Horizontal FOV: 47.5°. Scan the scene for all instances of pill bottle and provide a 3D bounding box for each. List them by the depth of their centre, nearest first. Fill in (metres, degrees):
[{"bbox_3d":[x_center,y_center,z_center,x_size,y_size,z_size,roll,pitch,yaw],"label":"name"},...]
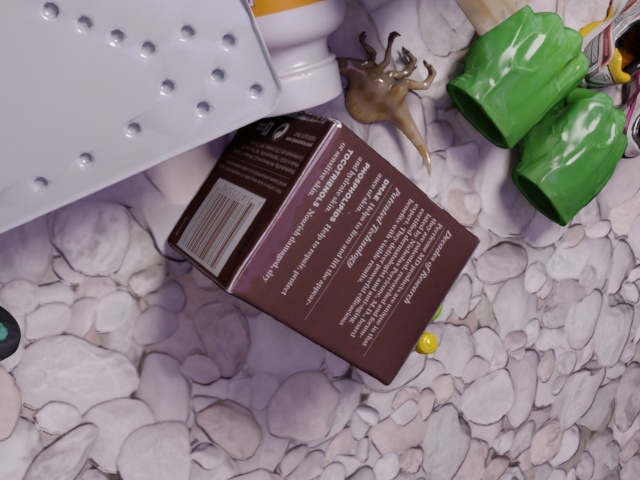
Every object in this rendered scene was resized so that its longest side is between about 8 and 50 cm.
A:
[{"bbox_3d":[-0.054,-0.235,0.614,0.136,0.136,0.245,-23,114,-23],"label":"pill bottle"}]

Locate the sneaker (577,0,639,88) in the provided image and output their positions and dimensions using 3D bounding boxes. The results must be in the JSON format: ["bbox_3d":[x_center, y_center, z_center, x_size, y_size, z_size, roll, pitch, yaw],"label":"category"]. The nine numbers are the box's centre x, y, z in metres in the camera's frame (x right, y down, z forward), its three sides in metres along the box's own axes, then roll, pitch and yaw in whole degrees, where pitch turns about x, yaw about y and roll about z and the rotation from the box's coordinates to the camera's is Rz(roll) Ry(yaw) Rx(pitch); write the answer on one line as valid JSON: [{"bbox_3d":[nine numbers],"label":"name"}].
[{"bbox_3d":[0.398,-0.261,0.890,0.225,0.093,0.088,-47,121,-11],"label":"sneaker"}]

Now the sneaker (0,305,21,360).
[{"bbox_3d":[-0.362,0.093,0.579,0.224,0.083,0.098,5,122,-26],"label":"sneaker"}]

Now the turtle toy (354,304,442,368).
[{"bbox_3d":[0.086,0.101,0.822,0.130,0.095,0.066,-25,93,-23],"label":"turtle toy"}]

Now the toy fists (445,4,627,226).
[{"bbox_3d":[0.261,-0.147,0.845,0.142,0.096,0.279,-46,123,0],"label":"toy fists"}]

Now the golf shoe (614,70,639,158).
[{"bbox_3d":[0.430,-0.184,0.935,0.067,0.086,0.186,31,86,-31],"label":"golf shoe"}]

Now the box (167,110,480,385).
[{"bbox_3d":[0.000,0.000,0.690,0.203,0.168,0.167,35,85,-32],"label":"box"}]

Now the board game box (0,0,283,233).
[{"bbox_3d":[-0.274,-0.193,0.485,0.390,0.050,0.389,-24,115,-2],"label":"board game box"}]

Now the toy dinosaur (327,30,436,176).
[{"bbox_3d":[0.074,-0.158,0.769,0.183,0.053,0.092,39,98,-24],"label":"toy dinosaur"}]

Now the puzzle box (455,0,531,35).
[{"bbox_3d":[0.005,-0.366,0.547,0.052,0.272,0.409,-34,123,21],"label":"puzzle box"}]
